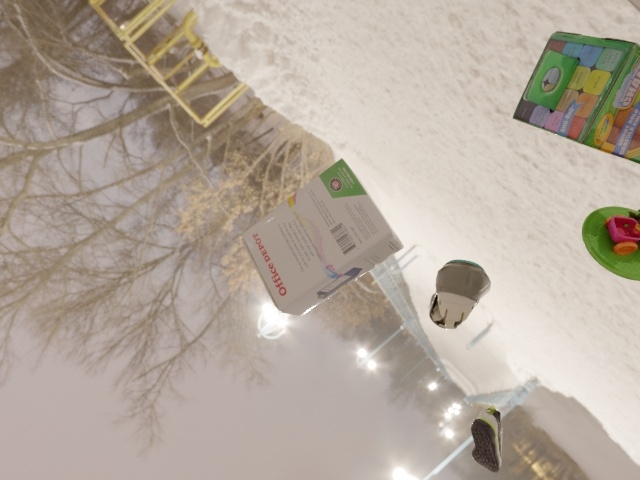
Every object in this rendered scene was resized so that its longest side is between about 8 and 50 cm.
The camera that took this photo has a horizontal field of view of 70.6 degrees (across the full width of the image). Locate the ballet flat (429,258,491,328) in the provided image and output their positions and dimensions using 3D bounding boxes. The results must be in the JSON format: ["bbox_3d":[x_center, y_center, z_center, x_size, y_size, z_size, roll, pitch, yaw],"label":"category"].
[{"bbox_3d":[0.192,0.088,0.636,0.072,0.068,0.213,12,163,13],"label":"ballet flat"}]

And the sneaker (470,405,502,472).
[{"bbox_3d":[0.480,0.554,1.259,0.084,0.097,0.235,23,139,41],"label":"sneaker"}]

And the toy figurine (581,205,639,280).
[{"bbox_3d":[0.476,-0.037,0.604,0.159,0.173,0.130,91,-176,-58],"label":"toy figurine"}]

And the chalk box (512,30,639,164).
[{"bbox_3d":[0.382,-0.204,0.636,0.212,0.133,0.132,5,-153,-28],"label":"chalk box"}]

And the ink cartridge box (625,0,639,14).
[{"bbox_3d":[0.436,-0.383,0.605,0.237,0.100,0.172,40,-140,-4],"label":"ink cartridge box"}]

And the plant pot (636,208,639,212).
[{"bbox_3d":[0.683,0.040,0.791,0.165,0.165,0.234,14,126,61],"label":"plant pot"}]

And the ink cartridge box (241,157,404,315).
[{"bbox_3d":[0.000,0.000,0.725,0.154,0.212,0.093,59,-169,24],"label":"ink cartridge box"}]
